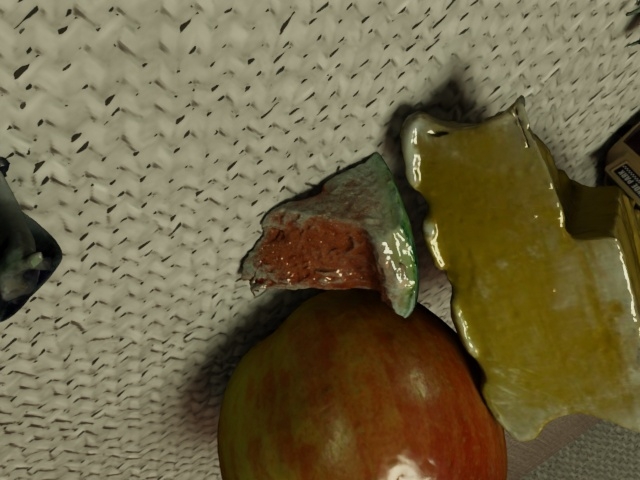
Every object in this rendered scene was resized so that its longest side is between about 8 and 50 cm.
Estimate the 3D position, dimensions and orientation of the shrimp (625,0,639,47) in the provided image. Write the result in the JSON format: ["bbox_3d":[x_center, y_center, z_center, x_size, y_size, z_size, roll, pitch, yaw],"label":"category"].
[{"bbox_3d":[0.323,-0.233,0.496,0.082,0.076,0.174,4,133,-12],"label":"shrimp"}]

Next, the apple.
[{"bbox_3d":[0.042,0.185,0.621,0.302,0.301,0.301,-22,143,-17],"label":"apple"}]

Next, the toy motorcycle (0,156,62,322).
[{"bbox_3d":[-0.203,-0.038,0.274,0.159,0.106,0.270,-11,128,-35],"label":"toy motorcycle"}]

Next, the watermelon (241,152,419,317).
[{"bbox_3d":[0.015,-0.014,0.531,0.158,0.121,0.097,4,132,22],"label":"watermelon"}]

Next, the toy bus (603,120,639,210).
[{"bbox_3d":[0.439,-0.047,0.754,0.157,0.139,0.289,-32,149,5],"label":"toy bus"}]

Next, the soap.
[{"bbox_3d":[0.230,-0.021,0.614,0.169,0.304,0.339,-15,-168,32],"label":"soap"}]
